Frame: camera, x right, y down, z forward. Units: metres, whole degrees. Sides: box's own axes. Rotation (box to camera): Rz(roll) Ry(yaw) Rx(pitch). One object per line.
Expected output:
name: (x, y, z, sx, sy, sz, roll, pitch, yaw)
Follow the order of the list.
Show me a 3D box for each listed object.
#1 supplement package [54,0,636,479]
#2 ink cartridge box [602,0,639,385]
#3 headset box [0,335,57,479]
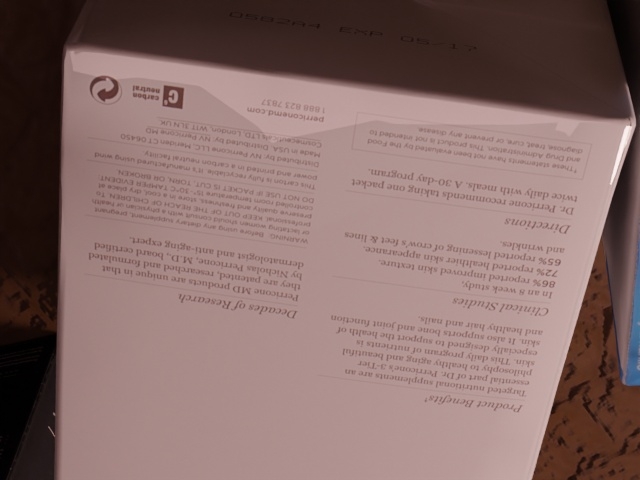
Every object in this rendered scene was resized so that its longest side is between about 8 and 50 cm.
supplement package: (0.000, 0.000, 0.630, 0.199, 0.198, 0.263, 8, 124, -1)
ink cartridge box: (0.239, -0.053, 0.589, 0.232, 0.171, 0.168, 0, 124, 6)
headset box: (-0.175, 0.239, 0.758, 0.131, 0.283, 0.246, -13, 123, 13)
